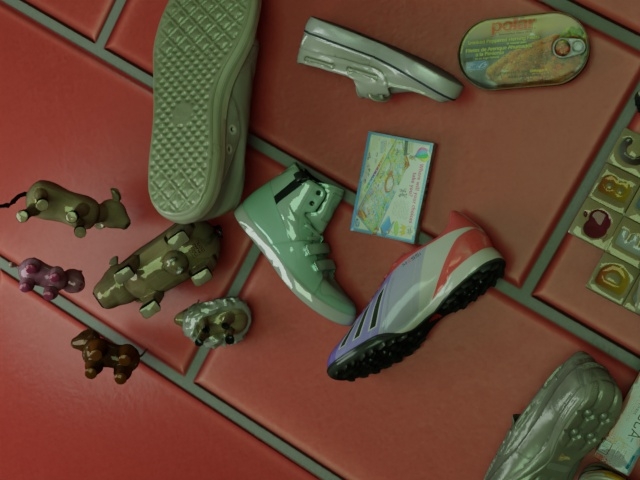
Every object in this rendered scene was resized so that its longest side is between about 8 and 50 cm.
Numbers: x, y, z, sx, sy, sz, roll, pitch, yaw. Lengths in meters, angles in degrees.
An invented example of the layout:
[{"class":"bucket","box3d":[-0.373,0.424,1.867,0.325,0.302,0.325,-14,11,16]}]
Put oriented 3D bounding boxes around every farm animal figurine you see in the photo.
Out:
[{"class":"farm animal figurine","box3d":[-0.298,0.037,1.899,0.327,0.172,0.330,-15,106,2]}]

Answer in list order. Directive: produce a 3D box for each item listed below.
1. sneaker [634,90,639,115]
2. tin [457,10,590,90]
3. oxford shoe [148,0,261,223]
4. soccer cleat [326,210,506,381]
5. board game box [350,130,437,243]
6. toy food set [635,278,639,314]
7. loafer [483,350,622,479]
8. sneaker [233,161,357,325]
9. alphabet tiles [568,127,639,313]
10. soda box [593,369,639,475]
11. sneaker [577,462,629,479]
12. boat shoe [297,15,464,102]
[{"class":"sneaker","box3d":[0.517,-0.181,1.678,0.161,0.057,0.075,26,69,17]},{"class":"tin","box3d":[0.295,-0.273,1.760,0.190,0.040,0.106,-2,96,18]},{"class":"oxford shoe","box3d":[-0.168,-0.236,1.876,0.169,0.130,0.449,1,78,28]},{"class":"soccer cleat","box3d":[0.125,0.089,1.808,0.318,0.109,0.116,-40,62,16]},{"class":"board game box","box3d":[0.110,-0.080,1.834,0.103,0.026,0.154,13,96,18]},{"class":"toy food set","box3d":[0.578,0.011,1.573,0.306,0.092,0.219,7,81,32]},{"class":"loafer","box3d":[0.315,0.299,1.751,0.112,0.111,0.319,23,115,-26]},{"class":"sneaker","box3d":[0.000,0.000,1.840,0.151,0.094,0.256,-43,81,13]},{"class":"alphabet tiles","box3d":[0.533,-0.007,1.672,0.343,0.011,0.285,29,88,15]},{"class":"soda box","box3d":[0.454,0.237,1.715,0.058,0.063,0.183,29,102,15]},{"class":"sneaker","box3d":[0.450,0.376,1.712,0.186,0.084,0.069,19,98,17]},{"class":"boat shoe","box3d":[0.083,-0.249,1.802,0.268,0.096,0.088,25,104,17]}]
